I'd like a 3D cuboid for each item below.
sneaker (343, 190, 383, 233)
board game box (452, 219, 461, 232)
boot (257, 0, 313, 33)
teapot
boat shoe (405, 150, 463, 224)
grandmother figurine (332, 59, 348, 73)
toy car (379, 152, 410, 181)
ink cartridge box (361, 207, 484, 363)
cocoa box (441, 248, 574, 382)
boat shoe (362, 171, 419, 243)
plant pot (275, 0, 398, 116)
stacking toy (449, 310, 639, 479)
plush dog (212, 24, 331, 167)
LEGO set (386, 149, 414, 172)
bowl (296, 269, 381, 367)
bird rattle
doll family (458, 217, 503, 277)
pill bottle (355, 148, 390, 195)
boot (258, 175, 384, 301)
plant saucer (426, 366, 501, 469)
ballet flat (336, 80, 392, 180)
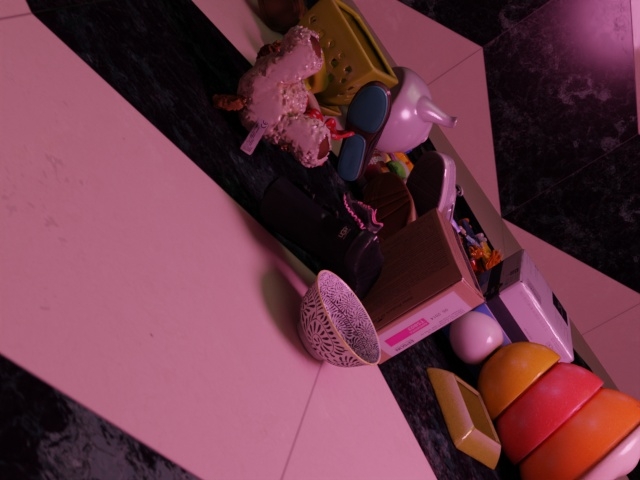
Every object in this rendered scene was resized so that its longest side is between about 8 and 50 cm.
[{"bbox_3d":[0.097,-0.065,2.005,0.119,0.057,0.047,57,20,4],"label":"sneaker"},{"bbox_3d":[0.301,-0.075,2.450,0.136,0.035,0.201,55,-7,-8],"label":"board game box"},{"bbox_3d":[-0.099,-0.643,2.371,0.283,0.109,0.220,39,27,-49],"label":"boot"},{"bbox_3d":[0.210,-0.324,2.401,0.187,0.252,0.256,36,23,-27],"label":"teapot"},{"bbox_3d":[0.269,-0.075,2.118,0.118,0.103,0.320,38,-42,40],"label":"boat shoe"},{"bbox_3d":[0.087,-0.469,2.590,0.208,0.104,0.342,40,19,-9],"label":"grandmother figurine"},{"bbox_3d":[0.195,-0.155,2.285,0.239,0.053,0.225,60,-6,10],"label":"toy car"},{"bbox_3d":[0.156,0.082,1.625,0.088,0.234,0.193,41,25,-38],"label":"ink cartridge box"},{"bbox_3d":[0.466,0.204,2.230,0.231,0.228,0.347,56,18,-3],"label":"cocoa box"},{"bbox_3d":[0.188,0.002,2.054,0.123,0.123,0.342,50,18,-56],"label":"boat shoe"},{"bbox_3d":[0.029,-0.435,2.206,0.228,0.207,0.227,60,18,9],"label":"plant pot"},{"bbox_3d":[0.465,0.341,1.970,0.480,0.350,0.350,48,14,20],"label":"stacking toy"},{"bbox_3d":[-0.092,-0.268,1.735,0.225,0.210,0.262,-91,175,-82],"label":"plush dog"},{"bbox_3d":[0.224,-0.219,2.543,0.093,0.087,0.227,54,20,-11],"label":"LEGO set"},{"bbox_3d":[0.016,0.139,1.417,0.170,0.080,0.170,48,20,-24],"label":"bowl"},{"bbox_3d":[-0.051,-0.295,1.981,0.207,0.143,0.254,14,58,-49],"label":"bird rattle"},{"bbox_3d":[0.468,0.018,2.721,0.263,0.118,0.163,46,22,-32],"label":"doll family"},{"bbox_3d":[0.123,-0.162,2.186,0.152,0.086,0.086,62,19,14],"label":"pill bottle"},{"bbox_3d":[0.000,0.000,1.530,0.207,0.094,0.246,34,-17,18],"label":"boot"},{"bbox_3d":[0.305,0.359,1.855,0.188,0.045,0.188,38,26,-45],"label":"plant saucer"},{"bbox_3d":[0.102,-0.262,2.049,0.095,0.280,0.096,31,43,8],"label":"ballet flat"}]
